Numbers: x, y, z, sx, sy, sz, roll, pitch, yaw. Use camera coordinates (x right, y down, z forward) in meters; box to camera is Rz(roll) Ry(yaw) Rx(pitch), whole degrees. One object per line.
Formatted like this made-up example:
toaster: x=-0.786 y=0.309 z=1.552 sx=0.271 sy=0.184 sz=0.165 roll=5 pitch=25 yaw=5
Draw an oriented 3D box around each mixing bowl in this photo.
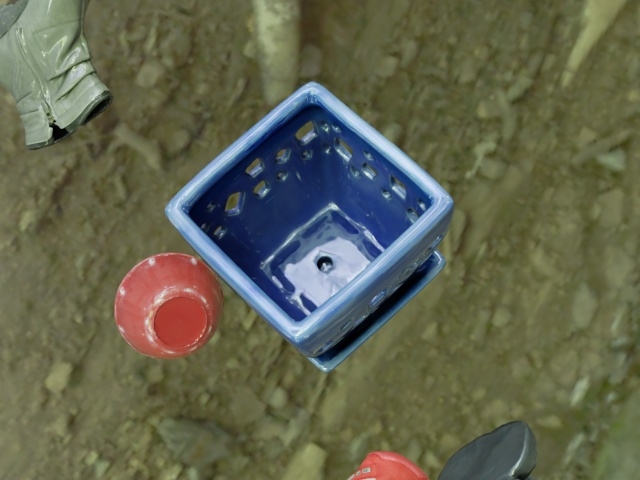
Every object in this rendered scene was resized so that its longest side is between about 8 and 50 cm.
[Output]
mixing bowl: x=-0.234 y=0.117 z=1.816 sx=0.181 sy=0.098 sz=0.181 roll=-4 pitch=103 yaw=-16

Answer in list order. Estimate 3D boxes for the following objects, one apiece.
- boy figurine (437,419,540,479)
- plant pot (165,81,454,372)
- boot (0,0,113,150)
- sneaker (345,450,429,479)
boy figurine: x=0.193 y=0.245 z=0.727 sx=0.092 sy=0.285 sz=0.177 roll=-39 pitch=-161 yaw=33
plant pot: x=0.000 y=0.000 z=1.308 sx=0.236 sy=0.236 sz=0.212 roll=-43 pitch=157 yaw=-9
boot: x=-0.264 y=-0.214 z=1.225 sx=0.246 sy=0.161 sz=0.083 roll=-36 pitch=173 yaw=33
sneaker: x=0.049 y=0.243 z=0.916 sx=0.118 sy=0.107 sz=0.279 roll=-62 pitch=171 yaw=-24
